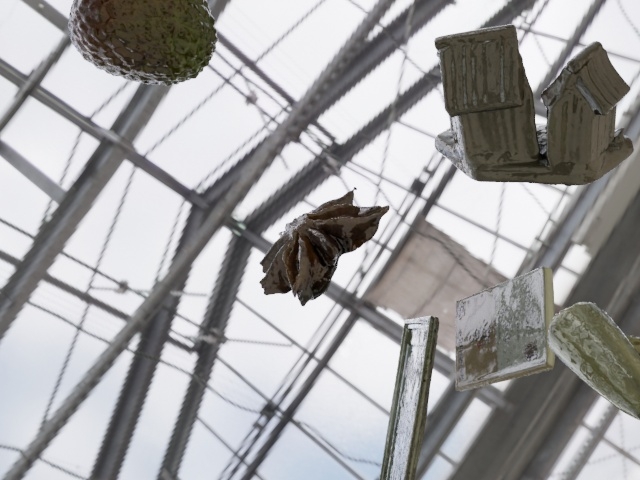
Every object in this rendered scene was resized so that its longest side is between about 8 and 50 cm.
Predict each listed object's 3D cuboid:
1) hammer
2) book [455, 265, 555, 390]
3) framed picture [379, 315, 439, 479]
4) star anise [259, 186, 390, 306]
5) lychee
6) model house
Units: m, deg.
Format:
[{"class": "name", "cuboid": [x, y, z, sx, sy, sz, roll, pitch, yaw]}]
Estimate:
[{"class": "hammer", "cuboid": [0.194, 0.055, 0.444, 0.195, 0.060, 0.028, 2, -61, -30]}, {"class": "book", "cuboid": [0.250, 0.126, 1.339, 0.016, 0.198, 0.139, 14, -113, -26]}, {"class": "framed picture", "cuboid": [0.068, 0.147, 0.792, 0.231, 0.010, 0.173, 89, -169, -84]}, {"class": "star anise", "cuboid": [-0.007, 0.001, 0.835, 0.124, 0.129, 0.056, -48, -66, -13]}, {"class": "lychee", "cuboid": [-0.154, -0.187, 0.798, 0.146, 0.114, 0.114, 34, -92, -14]}, {"class": "model house", "cuboid": [0.216, -0.148, 1.047, 0.188, 0.229, 0.122, 71, -147, -41]}]
